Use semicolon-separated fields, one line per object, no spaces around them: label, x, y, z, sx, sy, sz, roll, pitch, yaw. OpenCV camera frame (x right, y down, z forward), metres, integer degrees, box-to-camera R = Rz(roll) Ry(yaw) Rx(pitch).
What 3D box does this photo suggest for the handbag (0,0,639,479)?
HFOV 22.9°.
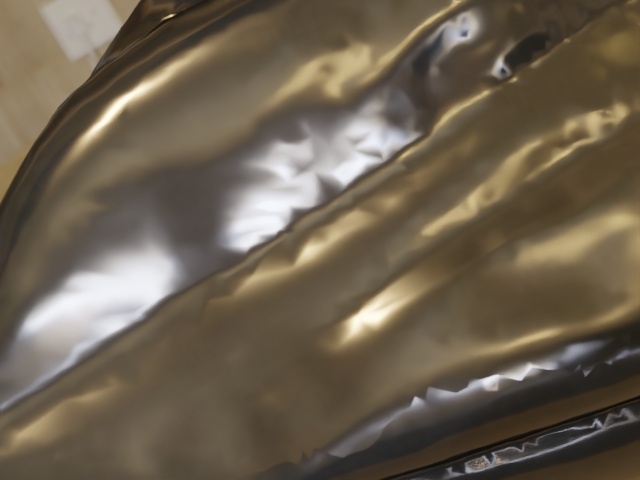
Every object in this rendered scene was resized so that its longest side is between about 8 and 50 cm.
handbag;0.000;-0.003;0.463;0.275;0.178;0.302;-13;-7;-9
